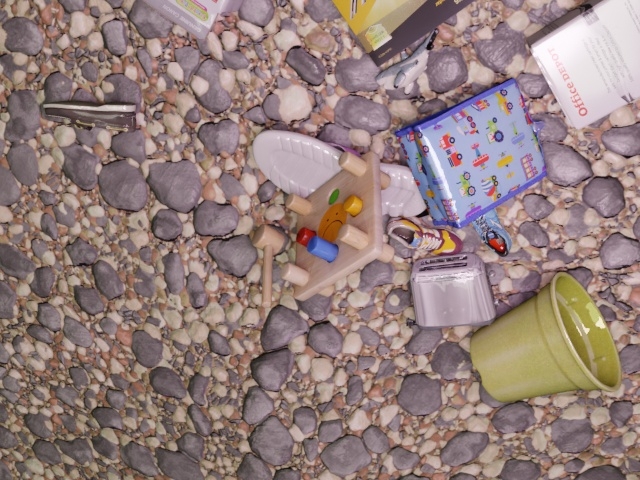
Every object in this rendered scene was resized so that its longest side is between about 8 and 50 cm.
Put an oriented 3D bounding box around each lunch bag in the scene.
[{"bbox_3d":[0.340,-0.188,1.337,0.293,0.138,0.221,-26,100,-10],"label":"lunch bag"}]

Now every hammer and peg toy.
[{"bbox_3d":[0.000,0.000,1.371,0.127,0.266,0.361,26,138,-31],"label":"hammer and peg toy"}]

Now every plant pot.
[{"bbox_3d":[0.494,0.248,1.470,0.253,0.276,0.276,-32,104,34],"label":"plant pot"}]

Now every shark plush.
[{"bbox_3d":[0.186,-0.381,1.359,0.067,0.073,0.161,51,123,22],"label":"shark plush"}]

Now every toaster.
[{"bbox_3d":[0.298,0.119,1.514,0.226,0.129,0.147,-7,108,17],"label":"toaster"}]

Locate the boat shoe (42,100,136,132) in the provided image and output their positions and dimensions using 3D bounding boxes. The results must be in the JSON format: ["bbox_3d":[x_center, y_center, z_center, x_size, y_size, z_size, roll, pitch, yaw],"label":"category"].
[{"bbox_3d":[-0.550,-0.295,1.539,0.227,0.081,0.069,4,110,8],"label":"boat shoe"}]

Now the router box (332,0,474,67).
[{"bbox_3d":[0.165,-0.517,1.232,0.308,0.081,0.243,-26,107,43],"label":"router box"}]

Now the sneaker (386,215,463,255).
[{"bbox_3d":[0.239,0.000,1.495,0.185,0.084,0.070,18,116,4],"label":"sneaker"}]

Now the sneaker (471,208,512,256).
[{"bbox_3d":[0.381,-0.030,1.457,0.063,0.073,0.162,-37,101,24],"label":"sneaker"}]

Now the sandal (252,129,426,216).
[{"bbox_3d":[0.048,-0.154,1.467,0.415,0.102,0.169,19,133,1],"label":"sandal"}]

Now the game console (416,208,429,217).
[{"bbox_3d":[0.246,-0.126,1.479,0.107,0.071,0.122,-34,105,-8],"label":"game console"}]

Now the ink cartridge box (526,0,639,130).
[{"bbox_3d":[0.566,-0.372,1.244,0.272,0.114,0.197,-29,105,21],"label":"ink cartridge box"}]

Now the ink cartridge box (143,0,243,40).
[{"bbox_3d":[-0.281,-0.610,1.314,0.309,0.130,0.272,35,115,-4],"label":"ink cartridge box"}]
